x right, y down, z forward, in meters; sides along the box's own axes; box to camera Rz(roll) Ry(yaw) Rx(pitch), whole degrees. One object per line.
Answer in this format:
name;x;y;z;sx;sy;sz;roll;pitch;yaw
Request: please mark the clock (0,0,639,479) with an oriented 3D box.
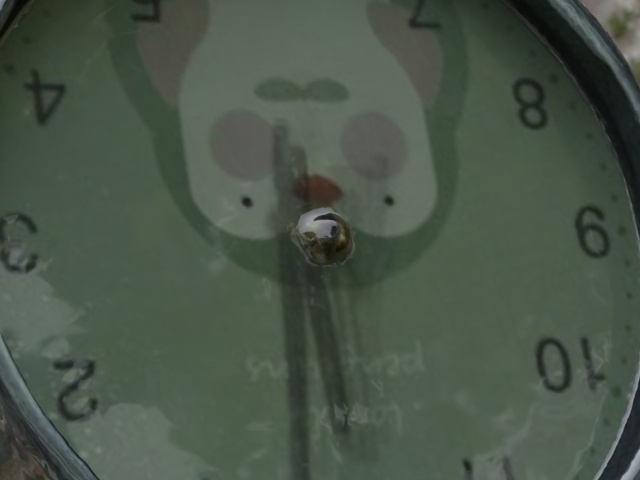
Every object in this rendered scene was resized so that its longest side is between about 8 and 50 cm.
clock;0.001;0.000;0.689;0.319;0.319;0.066;-24;-7;-28
